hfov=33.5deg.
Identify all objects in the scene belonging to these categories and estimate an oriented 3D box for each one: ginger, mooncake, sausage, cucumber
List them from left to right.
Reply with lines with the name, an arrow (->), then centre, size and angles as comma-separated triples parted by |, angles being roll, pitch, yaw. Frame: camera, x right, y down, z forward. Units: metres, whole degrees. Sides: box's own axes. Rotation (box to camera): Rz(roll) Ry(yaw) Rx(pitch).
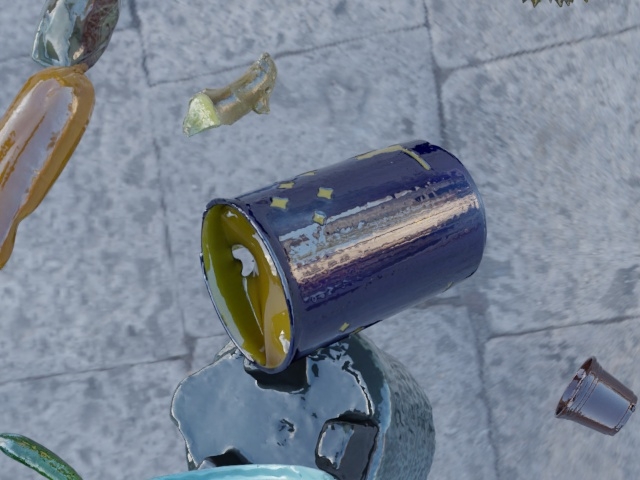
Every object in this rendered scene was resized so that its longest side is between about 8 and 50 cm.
sausage -> -0.219, -0.055, 0.776 | 0.062, 0.054, 0.183 | 16, 74, 48
cucumber -> -0.390, 0.303, 1.473 | 0.168, 0.039, 0.039 | 29, 99, 9
mooncake -> -0.236, -0.227, 1.050 | 0.073, 0.125, 0.129 | 19, 103, -18
ginger -> -0.099, -0.162, 1.218 | 0.137, 0.044, 0.057 | -35, 61, -25

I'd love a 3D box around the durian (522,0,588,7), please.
durian -> 0.294, -0.487, 1.403 | 0.384, 0.347, 0.347 | 29, 99, 8

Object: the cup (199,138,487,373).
cup -> 0.004, -0.015, 1.107 | 0.255, 0.256, 0.178 | 41, 140, 39

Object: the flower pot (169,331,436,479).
flower pot -> -0.033, 0.232, 1.286 | 0.299, 0.283, 0.299 | -5, 76, 23

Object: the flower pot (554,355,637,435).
flower pot -> 0.417, 0.241, 1.590 | 0.089, 0.111, 0.111 | 32, 100, 7

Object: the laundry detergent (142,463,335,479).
laundry detergent -> -0.103, 0.371, 0.884 | 0.287, 0.287, 0.305 | -9, 90, 19
